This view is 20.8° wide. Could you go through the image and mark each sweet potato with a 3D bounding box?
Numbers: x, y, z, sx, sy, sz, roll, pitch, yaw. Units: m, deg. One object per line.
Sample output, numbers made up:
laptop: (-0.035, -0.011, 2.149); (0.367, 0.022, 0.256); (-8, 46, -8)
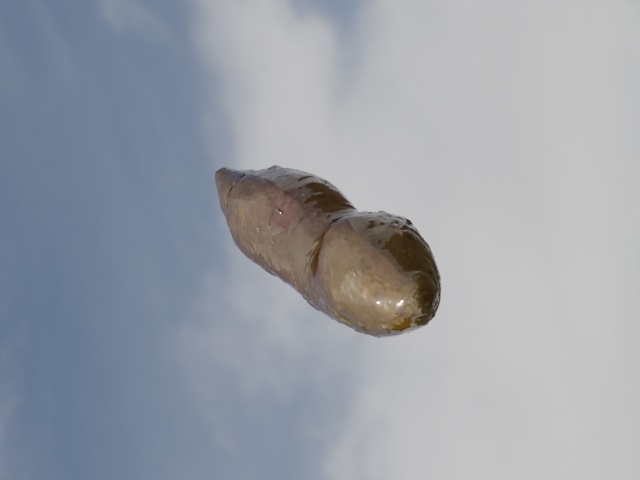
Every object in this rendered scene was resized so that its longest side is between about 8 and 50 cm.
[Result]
sweet potato: (0.002, 0.003, 0.793); (0.065, 0.051, 0.218); (59, 166, -26)
